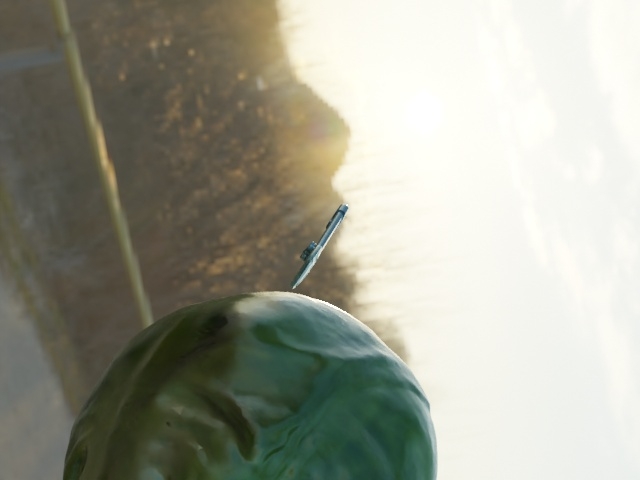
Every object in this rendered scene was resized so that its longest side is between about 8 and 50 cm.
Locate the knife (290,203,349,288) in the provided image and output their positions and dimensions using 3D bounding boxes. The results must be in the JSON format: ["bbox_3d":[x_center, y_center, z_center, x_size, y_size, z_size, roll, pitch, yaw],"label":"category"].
[{"bbox_3d":[0.000,0.000,0.870,0.027,0.010,0.096,-56,180,29],"label":"knife"}]

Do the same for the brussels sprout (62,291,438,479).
[{"bbox_3d":[-0.038,0.104,0.660,0.161,0.180,0.144,45,-43,17],"label":"brussels sprout"}]
